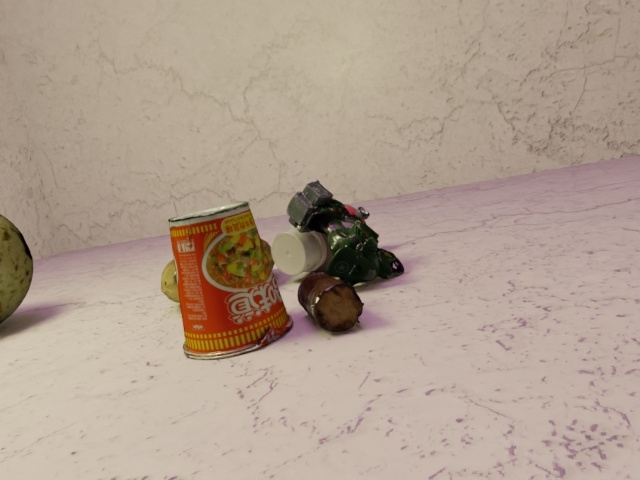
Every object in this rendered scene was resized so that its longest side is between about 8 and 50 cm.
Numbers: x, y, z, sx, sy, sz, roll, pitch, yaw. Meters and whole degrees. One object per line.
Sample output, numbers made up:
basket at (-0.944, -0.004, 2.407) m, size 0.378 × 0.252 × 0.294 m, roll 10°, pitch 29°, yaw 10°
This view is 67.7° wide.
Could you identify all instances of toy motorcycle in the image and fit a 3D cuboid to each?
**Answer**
toy motorcycle at (0.036, -0.009, 0.962) m, size 0.275 × 0.124 × 0.187 m, roll 42°, pitch 31°, yaw 22°

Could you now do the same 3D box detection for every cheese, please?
cheese at (-0.237, 0.070, 1.089) m, size 0.260 × 0.128 × 0.316 m, roll -19°, pitch 3°, yaw 3°

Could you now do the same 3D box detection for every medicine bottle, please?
medicine bottle at (0.000, 0.000, 1.133) m, size 0.147 × 0.147 × 0.247 m, roll -5°, pitch 11°, yaw 38°

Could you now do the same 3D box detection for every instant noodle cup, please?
instant noodle cup at (-0.154, 0.054, 0.770) m, size 0.193 × 0.212 × 0.193 m, roll -11°, pitch 10°, yaw 2°

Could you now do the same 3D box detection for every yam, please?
yam at (0.011, 0.093, 0.753) m, size 0.079 × 0.079 × 0.141 m, roll -14°, pitch 8°, yaw -12°

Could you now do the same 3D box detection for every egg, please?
egg at (-0.921, 0.077, 1.191) m, size 0.345 × 0.345 × 0.428 m, roll -19°, pitch 1°, yaw -40°
